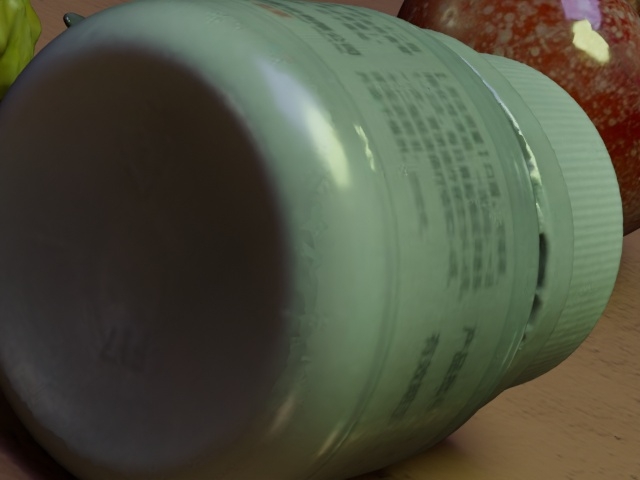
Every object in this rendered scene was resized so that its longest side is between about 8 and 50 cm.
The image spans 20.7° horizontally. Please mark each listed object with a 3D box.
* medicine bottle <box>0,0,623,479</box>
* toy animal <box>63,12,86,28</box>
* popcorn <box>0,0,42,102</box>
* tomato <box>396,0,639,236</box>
[{"bbox_3d":[0.000,0.000,0.909,0.245,0.245,0.306,37,24,29],"label":"medicine bottle"},{"bbox_3d":[-0.005,-0.057,1.268,0.367,0.081,0.206,37,19,11],"label":"toy animal"},{"bbox_3d":[-0.297,-0.143,0.981,0.286,0.252,0.215,21,62,0],"label":"popcorn"},{"bbox_3d":[0.168,-0.120,1.370,0.270,0.227,0.270,53,25,-38],"label":"tomato"}]
